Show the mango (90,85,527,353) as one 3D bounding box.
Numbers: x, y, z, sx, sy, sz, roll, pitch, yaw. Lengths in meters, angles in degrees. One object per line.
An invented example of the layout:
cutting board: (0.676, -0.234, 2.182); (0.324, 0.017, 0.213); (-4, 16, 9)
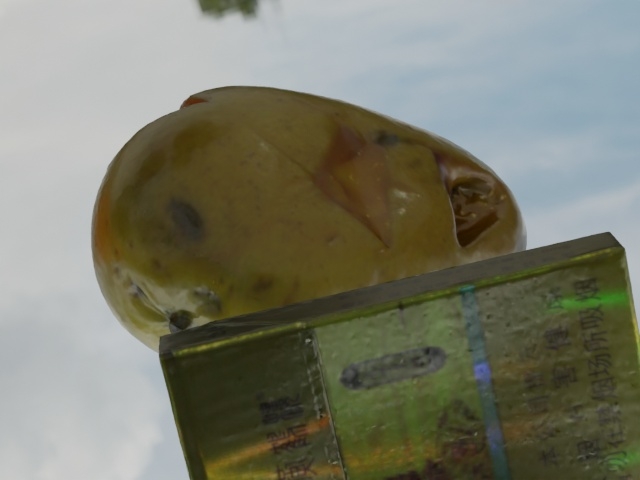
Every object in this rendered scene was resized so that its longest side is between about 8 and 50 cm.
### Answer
mango: (0.000, 0.000, 1.389); (0.365, 0.182, 0.253); (0, -124, -34)

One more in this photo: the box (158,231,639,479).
box: (0.040, 0.076, 0.749); (0.193, 0.121, 0.030); (-14, -162, -3)
